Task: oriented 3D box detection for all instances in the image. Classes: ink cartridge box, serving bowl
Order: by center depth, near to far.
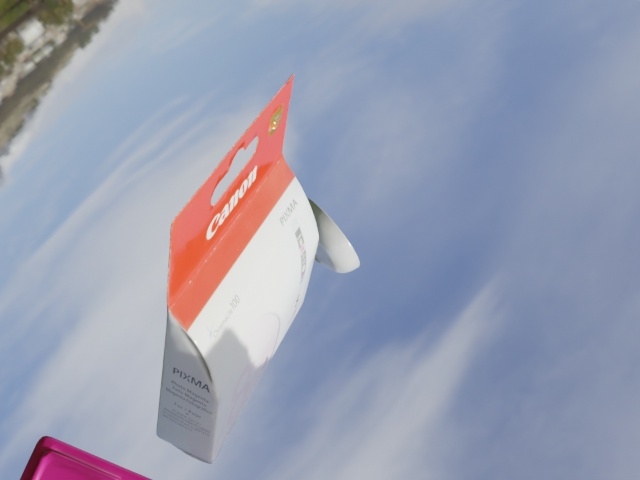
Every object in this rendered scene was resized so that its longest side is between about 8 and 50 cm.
[{"bbox_3d":[-0.051,0.025,0.692,0.189,0.066,0.232,-59,172,-44],"label":"ink cartridge box"},{"bbox_3d":[0.000,0.000,0.872,0.027,0.083,0.083,-39,-157,-9],"label":"serving bowl"}]

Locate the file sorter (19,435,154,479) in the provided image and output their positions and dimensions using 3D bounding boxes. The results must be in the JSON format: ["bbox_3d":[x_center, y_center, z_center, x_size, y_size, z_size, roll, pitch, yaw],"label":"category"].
[{"bbox_3d":[-0.084,0.280,0.465,0.182,0.202,0.291,74,37,-71],"label":"file sorter"}]
